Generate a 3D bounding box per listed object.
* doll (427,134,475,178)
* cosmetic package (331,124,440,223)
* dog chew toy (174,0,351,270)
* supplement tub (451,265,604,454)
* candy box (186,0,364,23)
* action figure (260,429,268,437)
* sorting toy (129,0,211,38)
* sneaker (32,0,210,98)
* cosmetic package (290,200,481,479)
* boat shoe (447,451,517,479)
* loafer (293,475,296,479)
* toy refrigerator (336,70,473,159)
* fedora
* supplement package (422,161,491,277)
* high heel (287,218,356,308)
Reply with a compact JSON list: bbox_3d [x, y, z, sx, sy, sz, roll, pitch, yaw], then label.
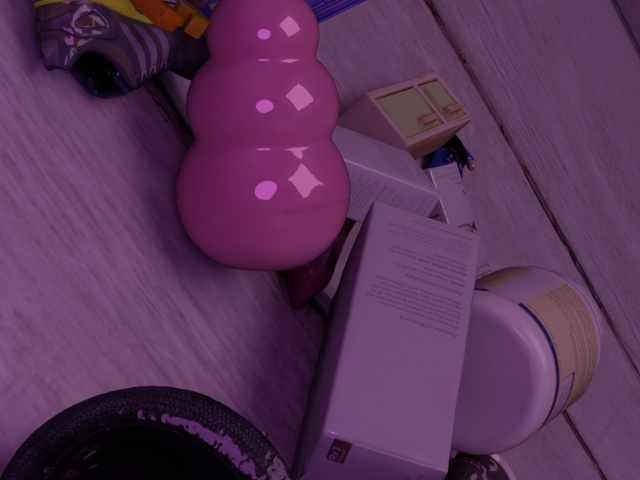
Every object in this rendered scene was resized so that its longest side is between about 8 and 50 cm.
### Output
[{"bbox_3d":[0.204,-0.142,2.272,0.129,0.046,0.189,34,43,-24],"label":"doll"},{"bbox_3d":[0.035,-0.089,1.827,0.231,0.085,0.117,17,26,-33],"label":"cosmetic package"},{"bbox_3d":[-0.068,-0.137,1.597,0.206,0.207,0.331,-23,116,-60],"label":"dog chew toy"},{"bbox_3d":[0.277,0.165,2.033,0.325,0.235,0.235,-16,88,-60],"label":"supplement tub"},{"bbox_3d":[-0.086,-0.418,1.726,0.317,0.268,0.122,54,30,-28],"label":"candy box"},{"bbox_3d":[-0.081,0.262,1.592,0.038,0.030,0.115,50,33,-24],"label":"action figure"},{"bbox_3d":[-0.216,-0.322,1.524,0.307,0.041,0.229,44,17,26],"label":"sorting toy"},{"bbox_3d":[-0.221,-0.216,1.576,0.300,0.111,0.121,13,75,-52],"label":"sneaker"},{"bbox_3d":[0.076,0.166,1.684,0.156,0.217,0.385,17,47,-4],"label":"cosmetic package"},{"bbox_3d":[0.287,0.440,2.037,0.335,0.112,0.095,50,53,-23],"label":"boat shoe"},{"bbox_3d":[-0.058,0.427,1.472,0.130,0.134,0.366,-13,88,-19],"label":"loafer"},{"bbox_3d":[0.130,-0.182,2.100,0.102,0.094,0.269,52,29,7],"label":"toy refrigerator"},{"bbox_3d":[-0.149,0.301,1.281,0.152,0.334,0.334,82,-8,-86],"label":"fedora"},{"bbox_3d":[0.170,-0.016,2.087,0.105,0.105,0.179,-18,90,-61],"label":"supplement package"},{"bbox_3d":[0.000,0.000,1.864,0.082,0.117,0.244,24,21,-9],"label":"high heel"}]
